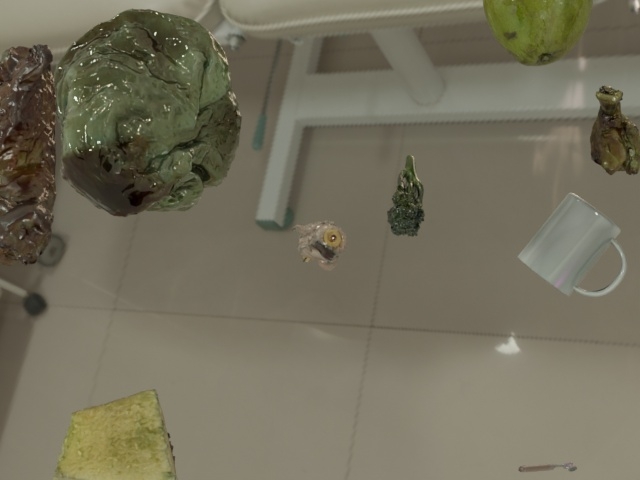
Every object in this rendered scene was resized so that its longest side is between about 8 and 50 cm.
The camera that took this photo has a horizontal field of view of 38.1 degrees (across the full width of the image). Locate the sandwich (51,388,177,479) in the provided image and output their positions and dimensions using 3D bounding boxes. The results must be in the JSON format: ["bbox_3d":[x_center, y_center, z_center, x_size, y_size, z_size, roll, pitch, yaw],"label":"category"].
[{"bbox_3d":[-0.265,0.290,1.177,0.162,0.058,0.193,-16,40,-11],"label":"sandwich"}]

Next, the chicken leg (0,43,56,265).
[{"bbox_3d":[-0.273,-0.074,0.838,0.177,0.083,0.323,-50,37,41],"label":"chicken leg"}]

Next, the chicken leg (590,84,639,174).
[{"bbox_3d":[0.392,-0.142,1.224,0.070,0.178,0.093,-25,55,7],"label":"chicken leg"}]

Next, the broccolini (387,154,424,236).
[{"bbox_3d":[0.162,-0.091,1.632,0.068,0.091,0.203,-15,39,30],"label":"broccolini"}]

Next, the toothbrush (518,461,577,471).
[{"bbox_3d":[0.204,0.204,0.830,0.008,0.097,0.006,31,103,42],"label":"toothbrush"}]

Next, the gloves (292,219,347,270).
[{"bbox_3d":[0.008,0.004,2.042,0.144,0.110,0.094,4,61,57],"label":"gloves"}]

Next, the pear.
[{"bbox_3d":[0.428,-0.474,1.832,0.212,0.212,0.269,-11,68,22],"label":"pear"}]

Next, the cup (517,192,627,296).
[{"bbox_3d":[0.392,0.017,1.412,0.136,0.099,0.133,36,98,-1],"label":"cup"}]

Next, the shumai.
[{"bbox_3d":[-0.257,-0.166,1.361,0.304,0.309,0.263,-52,17,17],"label":"shumai"}]
